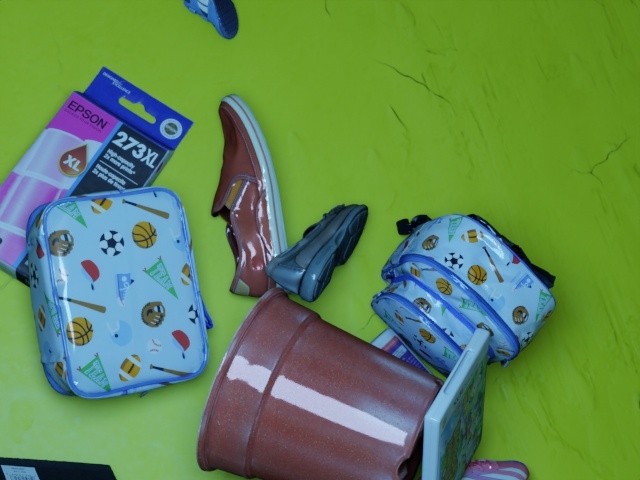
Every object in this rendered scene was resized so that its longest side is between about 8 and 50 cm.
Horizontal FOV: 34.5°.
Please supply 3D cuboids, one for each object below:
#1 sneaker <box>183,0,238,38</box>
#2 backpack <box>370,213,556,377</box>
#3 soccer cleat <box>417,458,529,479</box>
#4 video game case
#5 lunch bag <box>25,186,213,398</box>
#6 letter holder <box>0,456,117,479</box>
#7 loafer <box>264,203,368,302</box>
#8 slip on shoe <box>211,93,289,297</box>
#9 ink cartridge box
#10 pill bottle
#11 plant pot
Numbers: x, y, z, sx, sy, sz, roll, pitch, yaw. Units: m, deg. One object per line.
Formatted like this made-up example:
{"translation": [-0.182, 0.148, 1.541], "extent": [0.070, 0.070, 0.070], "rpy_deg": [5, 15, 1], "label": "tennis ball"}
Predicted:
{"translation": [-0.189, -0.395, 1.710], "extent": [0.144, 0.059, 0.053], "rpy_deg": [59, 38, -7], "label": "sneaker"}
{"translation": [0.213, 0.080, 1.535], "extent": [0.276, 0.263, 0.213], "rpy_deg": [38, 69, 0], "label": "backpack"}
{"translation": [0.211, 0.357, 1.518], "extent": [0.248, 0.083, 0.095], "rpy_deg": [-15, 81, -34], "label": "soccer cleat"}
{"translation": [0.183, 0.257, 1.394], "extent": [0.023, 0.212, 0.193], "rpy_deg": [15, 38, 23], "label": "video game case"}
{"translation": [-0.282, 0.078, 1.471], "extent": [0.243, 0.115, 0.303], "rpy_deg": [-9, 89, -33], "label": "lunch bag"}
{"translation": [-0.401, 0.397, 1.290], "extent": [0.214, 0.302, 0.152], "rpy_deg": [-41, 61, 13], "label": "letter holder"}
{"translation": [0.000, 0.000, 1.552], "extent": [0.084, 0.096, 0.267], "rpy_deg": [20, 28, 11], "label": "loafer"}
{"translation": [-0.121, -0.069, 1.589], "extent": [0.101, 0.123, 0.331], "rpy_deg": [-9, 80, -11], "label": "slip on shoe"}
{"translation": [-0.360, -0.096, 1.572], "extent": [0.175, 0.069, 0.371], "rpy_deg": [32, 67, -2], "label": "ink cartridge box"}
{"translation": [0.129, 0.236, 1.550], "extent": [0.108, 0.108, 0.193], "rpy_deg": [-40, 85, -20], "label": "pill bottle"}
{"translation": [0.012, 0.236, 1.399], "extent": [0.265, 0.272, 0.272], "rpy_deg": [20, 69, 14], "label": "plant pot"}
